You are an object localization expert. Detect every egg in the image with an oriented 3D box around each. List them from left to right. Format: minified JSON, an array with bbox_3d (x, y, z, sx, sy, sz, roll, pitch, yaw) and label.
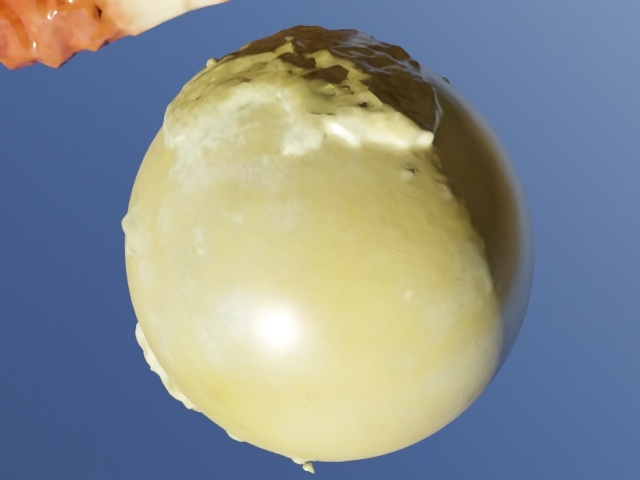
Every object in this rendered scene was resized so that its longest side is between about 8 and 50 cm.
[{"bbox_3d":[0.003,-0.003,0.430,0.164,0.164,0.201,28,-165,-13],"label":"egg"}]

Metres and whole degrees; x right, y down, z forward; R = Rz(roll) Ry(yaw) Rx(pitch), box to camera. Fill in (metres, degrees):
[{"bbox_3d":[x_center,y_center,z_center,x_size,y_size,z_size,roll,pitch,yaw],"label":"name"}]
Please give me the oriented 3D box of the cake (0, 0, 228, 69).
[{"bbox_3d":[-0.168,-0.260,0.549,0.319,0.270,0.270,-17,-141,5],"label":"cake"}]
